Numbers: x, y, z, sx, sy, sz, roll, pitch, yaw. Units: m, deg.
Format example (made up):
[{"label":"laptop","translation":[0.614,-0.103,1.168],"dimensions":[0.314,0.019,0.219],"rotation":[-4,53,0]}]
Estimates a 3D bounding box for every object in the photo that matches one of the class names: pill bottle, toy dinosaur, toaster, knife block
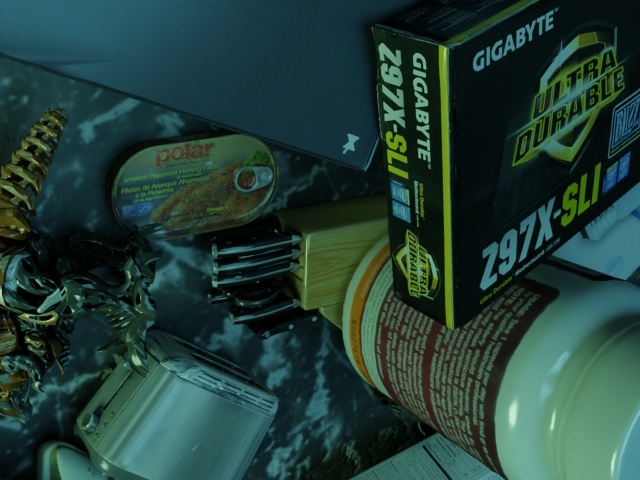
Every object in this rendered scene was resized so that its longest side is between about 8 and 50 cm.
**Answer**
[{"label":"pill bottle","translation":[0.211,0.125,0.864],"dimensions":[0.224,0.392,0.224],"rotation":[-9,109,-28]},{"label":"toy dinosaur","translation":[-0.267,0.045,0.807],"dimensions":[0.218,0.164,0.322],"rotation":[8,134,-14]},{"label":"toaster","translation":[-0.149,0.202,0.956],"dimensions":[0.227,0.129,0.146],"rotation":[33,88,-35]},{"label":"knife block","translation":[0.000,0.000,0.989],"dimensions":[0.276,0.088,0.242],"rotation":[-51,127,-4]}]

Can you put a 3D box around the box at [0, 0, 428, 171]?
[{"label":"box","translation":[-0.142,-0.214,0.676],"dimensions":[0.343,0.312,0.179],"rotation":[13,102,-36]}]

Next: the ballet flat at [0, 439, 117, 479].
[{"label":"ballet flat","translation":[-0.320,0.280,0.886],"dimensions":[0.408,0.147,0.147],"rotation":[-2,110,-32]}]

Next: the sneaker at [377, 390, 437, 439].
[{"label":"sneaker","translation":[0.120,0.184,1.132],"dimensions":[0.106,0.101,0.267],"rotation":[-49,126,-3]}]

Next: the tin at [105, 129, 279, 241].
[{"label":"tin","translation":[-0.136,-0.062,0.913],"dimensions":[0.189,0.040,0.106],"rotation":[-11,119,-27]}]

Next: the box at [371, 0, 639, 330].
[{"label":"box","translation":[0.186,-0.110,0.731],"dimensions":[0.322,0.079,0.257],"rotation":[-33,133,-32]}]

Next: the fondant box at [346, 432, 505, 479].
[{"label":"fondant box","translation":[0.152,0.388,1.200],"dimensions":[0.330,0.096,0.238],"rotation":[-20,136,-23]}]

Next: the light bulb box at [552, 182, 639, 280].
[{"label":"light bulb box","translation":[0.303,-0.165,1.026],"dimensions":[0.361,0.225,0.358],"rotation":[-43,125,-9]}]
